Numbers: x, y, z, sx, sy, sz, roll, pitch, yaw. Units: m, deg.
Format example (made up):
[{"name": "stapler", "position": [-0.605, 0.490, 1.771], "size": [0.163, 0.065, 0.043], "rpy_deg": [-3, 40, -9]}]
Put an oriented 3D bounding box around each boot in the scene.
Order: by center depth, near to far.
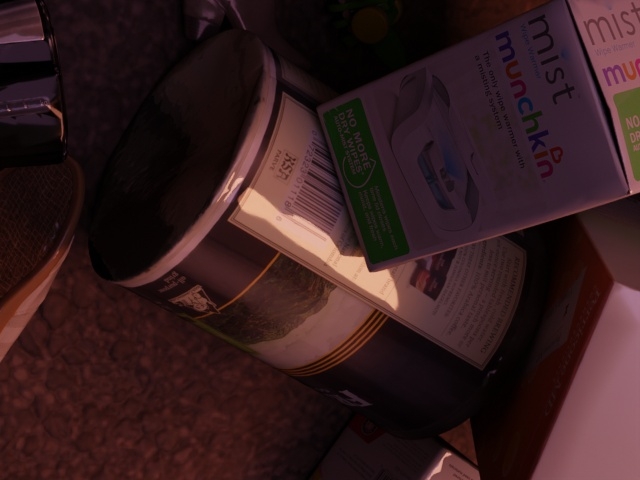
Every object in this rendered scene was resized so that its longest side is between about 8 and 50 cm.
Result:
[{"name": "boot", "position": [-0.048, -0.180, 1.118], "size": [0.118, 0.042, 0.087], "rpy_deg": [14, 96, -28]}]

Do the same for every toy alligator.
[{"name": "toy alligator", "position": [0.022, -0.211, 1.138], "size": [0.051, 0.056, 0.189], "rpy_deg": [-8, 114, 20]}]

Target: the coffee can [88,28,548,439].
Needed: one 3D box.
[{"name": "coffee can", "position": [0.000, 0.000, 1.102], "size": [0.275, 0.201, 0.201], "rpy_deg": [31, 90, -28]}]

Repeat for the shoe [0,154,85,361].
[{"name": "shoe", "position": [-0.239, 0.031, 1.088], "size": [0.076, 0.058, 0.219], "rpy_deg": [31, 86, 1]}]

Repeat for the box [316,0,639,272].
[{"name": "box", "position": [0.175, -0.089, 0.984], "size": [0.262, 0.231, 0.126], "rpy_deg": [-17, 90, -41]}]

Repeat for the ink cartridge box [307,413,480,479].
[{"name": "ink cartridge box", "position": [0.043, 0.230, 1.232], "size": [0.072, 0.127, 0.175], "rpy_deg": [37, 89, -31]}]

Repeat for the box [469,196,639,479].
[{"name": "box", "position": [0.230, 0.104, 1.128], "size": [0.168, 0.345, 0.215], "rpy_deg": [19, 104, -3]}]

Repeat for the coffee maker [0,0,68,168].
[{"name": "coffee maker", "position": [-0.268, -0.082, 1.015], "size": [0.178, 0.120, 0.171], "rpy_deg": [-9, 132, -22]}]
